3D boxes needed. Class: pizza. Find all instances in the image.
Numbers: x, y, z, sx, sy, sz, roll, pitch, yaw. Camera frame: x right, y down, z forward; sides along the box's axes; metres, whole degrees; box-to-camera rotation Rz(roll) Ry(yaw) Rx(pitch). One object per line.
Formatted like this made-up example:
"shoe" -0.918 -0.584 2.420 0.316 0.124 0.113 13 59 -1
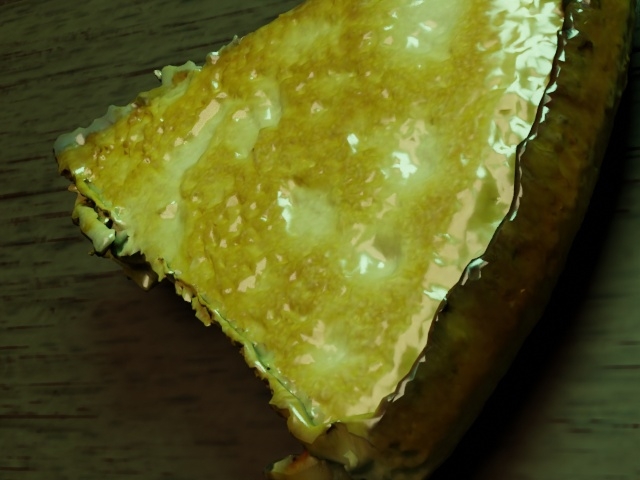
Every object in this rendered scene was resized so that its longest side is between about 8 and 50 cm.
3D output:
"pizza" 0.000 0.000 0.665 0.287 0.074 0.251 -22 43 30
